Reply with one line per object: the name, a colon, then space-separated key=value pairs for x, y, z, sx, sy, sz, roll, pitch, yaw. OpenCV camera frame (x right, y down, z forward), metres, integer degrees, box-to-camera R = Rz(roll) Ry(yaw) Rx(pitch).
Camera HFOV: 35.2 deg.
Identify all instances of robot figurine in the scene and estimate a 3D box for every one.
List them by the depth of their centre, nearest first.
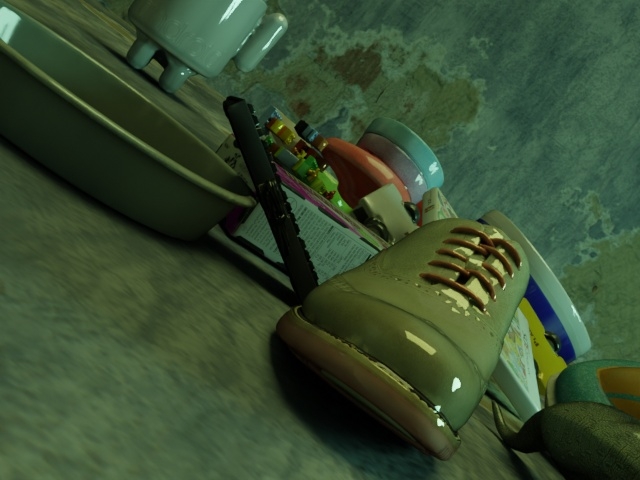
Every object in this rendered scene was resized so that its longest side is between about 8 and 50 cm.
robot figurine: x=-0.207 y=-0.436 z=1.822 sx=0.300 sy=0.353 sz=0.200 roll=35 pitch=6 yaw=-16

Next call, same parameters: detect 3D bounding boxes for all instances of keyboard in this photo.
keyboard: x=-0.035 y=-0.027 z=0.799 sx=0.108 sy=0.023 sz=0.180 roll=-125 pitch=-167 yaw=-75

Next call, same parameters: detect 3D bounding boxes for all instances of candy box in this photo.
candy box: x=0.000 y=0.000 z=1.003 sx=0.233 sy=0.071 sz=0.159 roll=35 pitch=5 yaw=-28

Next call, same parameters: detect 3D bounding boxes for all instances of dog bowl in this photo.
dog bowl: x=0.302 y=0.088 z=1.578 sx=0.265 sy=0.104 sz=0.265 roll=57 pitch=0 yaw=0

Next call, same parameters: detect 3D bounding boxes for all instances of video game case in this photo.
video game case: x=0.185 y=0.068 z=1.174 sx=0.227 sy=0.026 sz=0.206 roll=53 pitch=20 yaw=-18

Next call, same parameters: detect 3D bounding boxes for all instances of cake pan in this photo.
cake pan: x=-0.180 y=-0.096 z=0.765 sx=0.293 sy=0.054 sz=0.293 roll=37 pitch=5 yaw=-4

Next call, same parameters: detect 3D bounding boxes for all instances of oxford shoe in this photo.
oxford shoe: x=0.072 y=0.042 z=0.710 sx=0.140 sy=0.146 sz=0.397 roll=38 pitch=6 yaw=3

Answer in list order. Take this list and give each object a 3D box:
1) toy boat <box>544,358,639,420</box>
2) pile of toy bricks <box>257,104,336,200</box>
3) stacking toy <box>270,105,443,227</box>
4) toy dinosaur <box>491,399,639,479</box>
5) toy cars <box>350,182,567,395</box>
toy boat: x=0.382 y=0.166 z=1.036 sx=0.267 sy=0.148 sz=0.318 roll=26 pitch=36 yaw=25
pile of toy bricks: x=-0.028 y=-0.086 z=1.280 sx=0.105 sy=0.118 sz=0.212 roll=41 pitch=-4 yaw=16
stacking toy: x=0.074 y=-0.097 z=1.484 sx=0.279 sy=0.130 sz=0.309 roll=36 pitch=-18 yaw=27
toy dinosaur: x=0.247 y=0.184 z=0.798 sx=0.160 sy=0.121 sz=0.313 roll=50 pitch=0 yaw=-42
toy cars: x=0.171 y=0.078 z=1.315 sx=0.393 sy=0.087 sz=0.176 roll=32 pitch=44 yaw=-29
